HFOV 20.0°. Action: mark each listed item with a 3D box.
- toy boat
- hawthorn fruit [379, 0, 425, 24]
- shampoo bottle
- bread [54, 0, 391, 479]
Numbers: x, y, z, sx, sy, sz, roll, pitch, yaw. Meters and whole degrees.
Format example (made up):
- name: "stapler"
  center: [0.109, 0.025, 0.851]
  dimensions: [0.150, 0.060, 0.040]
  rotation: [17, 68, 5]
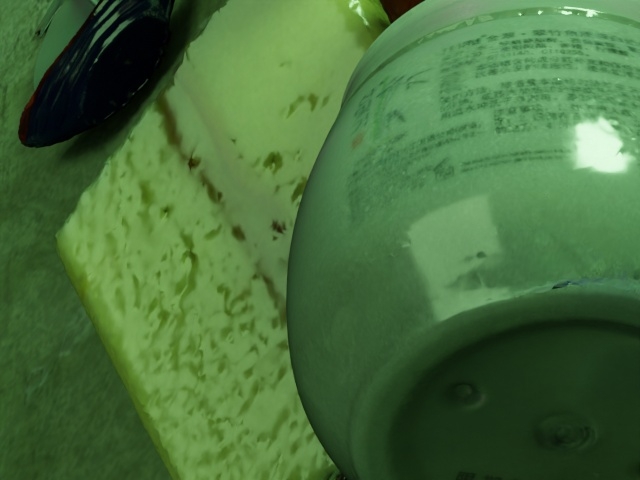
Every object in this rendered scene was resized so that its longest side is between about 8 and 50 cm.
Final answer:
- name: "toy boat"
  center: [-0.246, -0.186, 1.786]
  dimensions: [0.318, 0.072, 0.219]
  rotation: [3, 62, 56]
- name: "hawthorn fruit"
  center: [0.134, -0.182, 1.200]
  dimensions: [0.271, 0.242, 0.242]
  rotation: [120, 162, -57]
- name: "shampoo bottle"
  center: [0.119, 0.015, 0.976]
  dimensions: [0.273, 0.273, 0.266]
  rotation: [-35, 31, 29]
- name: "bread"
  center: [0.000, 0.000, 1.360]
  dimensions: [0.346, 0.242, 0.405]
  rotation: [-42, 69, 14]
